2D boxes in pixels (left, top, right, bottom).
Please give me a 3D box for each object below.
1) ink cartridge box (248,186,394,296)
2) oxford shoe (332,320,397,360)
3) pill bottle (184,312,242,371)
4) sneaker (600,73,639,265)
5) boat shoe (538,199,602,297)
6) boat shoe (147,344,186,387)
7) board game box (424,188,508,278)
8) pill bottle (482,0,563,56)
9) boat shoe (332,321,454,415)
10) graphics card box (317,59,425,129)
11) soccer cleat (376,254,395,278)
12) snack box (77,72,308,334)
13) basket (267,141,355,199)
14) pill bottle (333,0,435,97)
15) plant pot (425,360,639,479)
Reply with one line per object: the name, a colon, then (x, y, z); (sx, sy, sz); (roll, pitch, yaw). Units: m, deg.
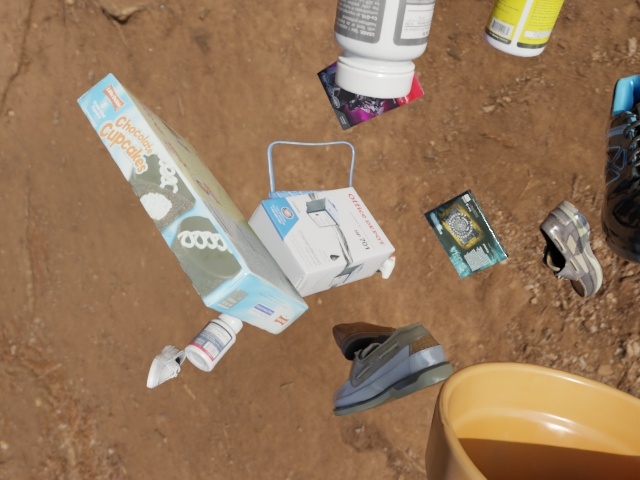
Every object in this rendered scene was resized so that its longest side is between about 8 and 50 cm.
ink cartridge box: (0.000, 0.000, 0.905); (0.139, 0.191, 0.082); (57, 137, 21)
oxford shoe: (0.112, 0.185, 1.109); (0.076, 0.212, 0.076); (47, 114, 46)
pill bottle: (-0.331, 0.312, 1.820); (0.108, 0.180, 0.108); (23, 140, 21)
sneaker: (0.411, -0.096, 0.731); (0.125, 0.341, 0.139); (-11, 121, 24)
boat shoe: (0.709, 0.042, 1.678); (0.355, 0.130, 0.132); (58, -177, -32)
boat shoe: (-0.393, 0.327, 1.487); (0.063, 0.184, 0.066); (12, 98, 0)
board game box: (0.348, -0.014, 1.387); (0.126, 0.026, 0.186); (-29, 91, 28)
pill bottle: (0.598, -0.711, 1.628); (0.188, 0.188, 0.334); (41, 138, 30)
boat shoe: (0.110, 0.230, 1.009); (0.302, 0.113, 0.103); (-41, 64, 47)
graphics card box: (0.160, -0.535, 1.962); (0.371, 0.094, 0.233); (-6, 113, 58)
soccer cleat: (0.173, 0.058, 1.801); (0.196, 0.068, 0.076); (-137, 61, -68)
snack box: (-0.151, -0.041, 0.696); (0.060, 0.187, 0.322); (-39, 65, 2)
basket: (-0.031, -0.144, 1.686); (0.255, 0.201, 0.289); (3, 101, 12)
pill bottle: (0.136, -0.498, 1.205); (0.204, 0.204, 0.361); (32, 128, 35)
plant pot: (0.214, 0.266, 0.496); (0.291, 0.291, 0.203); (28, 112, 37)
